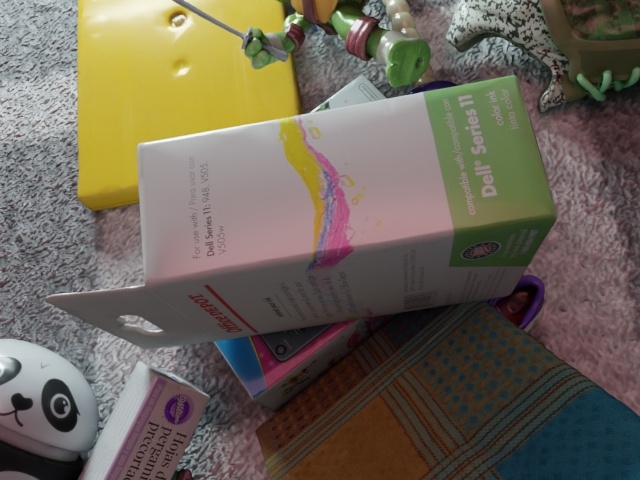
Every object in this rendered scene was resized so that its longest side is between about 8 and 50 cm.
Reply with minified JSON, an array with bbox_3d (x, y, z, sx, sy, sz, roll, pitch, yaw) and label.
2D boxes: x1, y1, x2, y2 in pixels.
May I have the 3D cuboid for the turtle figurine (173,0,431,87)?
[{"bbox_3d":[-0.013,-0.276,0.684,0.266,0.275,0.198,31,83,34],"label":"turtle figurine"}]

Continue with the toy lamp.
[{"bbox_3d":[0.111,-0.226,0.777,0.080,0.080,0.274,-15,64,3],"label":"toy lamp"}]

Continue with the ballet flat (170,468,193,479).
[{"bbox_3d":[-0.153,0.331,0.605,0.079,0.077,0.221,26,79,-2],"label":"ballet flat"}]

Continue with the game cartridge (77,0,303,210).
[{"bbox_3d":[-0.173,-0.211,0.833,0.285,0.052,0.323,-10,70,5],"label":"game cartridge"}]

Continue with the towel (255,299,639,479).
[{"bbox_3d":[0.087,0.179,0.502,0.271,0.370,0.040,-38,113,-1],"label":"towel"}]

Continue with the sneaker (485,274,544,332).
[{"bbox_3d":[0.160,0.095,0.644,0.068,0.071,0.170,39,79,20],"label":"sneaker"}]

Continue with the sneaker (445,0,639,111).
[{"bbox_3d":[0.327,-0.218,0.735,0.410,0.158,0.182,30,107,17],"label":"sneaker"}]

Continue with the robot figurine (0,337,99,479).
[{"bbox_3d":[-0.332,0.231,0.608,0.173,0.209,0.278,19,73,29],"label":"robot figurine"}]

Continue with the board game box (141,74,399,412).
[{"bbox_3d":[0.000,0.000,0.694,0.303,0.097,0.224,-38,68,-6],"label":"board game box"}]

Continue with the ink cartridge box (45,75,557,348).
[{"bbox_3d":[-0.015,-0.005,0.534,0.353,0.207,0.119,-9,69,4],"label":"ink cartridge box"}]

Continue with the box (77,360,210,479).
[{"bbox_3d":[-0.208,0.274,0.586,0.067,0.063,0.324,5,67,57],"label":"box"}]
